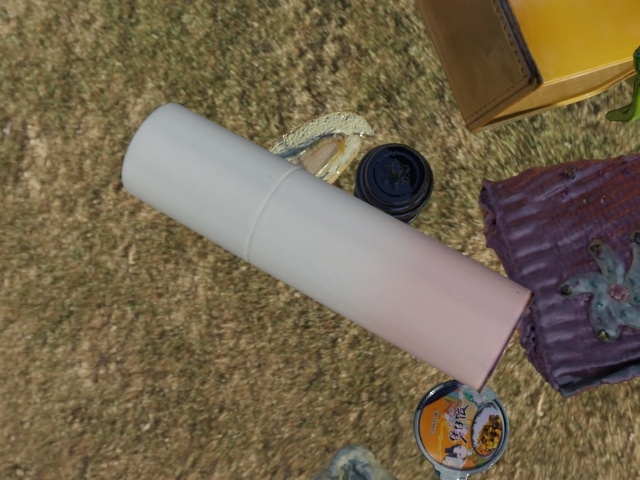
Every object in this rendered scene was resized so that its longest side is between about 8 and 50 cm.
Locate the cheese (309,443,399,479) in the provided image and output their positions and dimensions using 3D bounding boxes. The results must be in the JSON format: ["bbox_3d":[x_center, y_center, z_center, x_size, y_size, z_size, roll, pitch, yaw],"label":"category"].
[{"bbox_3d":[0.107,0.520,1.432,0.251,0.173,0.248,24,139,33],"label":"cheese"}]

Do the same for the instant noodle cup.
[{"bbox_3d":[0.265,0.367,1.587,0.177,0.125,0.208,30,73,13],"label":"instant noodle cup"}]

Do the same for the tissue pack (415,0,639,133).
[{"bbox_3d":[0.186,-0.264,0.774,0.194,0.145,0.275,-18,84,-25],"label":"tissue pack"}]

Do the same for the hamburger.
[{"bbox_3d":[-0.002,-0.186,1.675,0.207,0.155,0.135,-44,90,-1],"label":"hamburger"}]

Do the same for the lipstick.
[{"bbox_3d":[0.000,0.000,0.645,0.326,0.087,0.087,29,97,14],"label":"lipstick"}]

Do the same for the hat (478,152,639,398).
[{"bbox_3d":[0.316,0.007,0.811,0.286,0.107,0.237,-19,82,8],"label":"hat"}]

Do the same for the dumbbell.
[{"bbox_3d":[0.092,-0.067,1.062,0.099,0.208,0.099,0,80,1],"label":"dumbbell"}]

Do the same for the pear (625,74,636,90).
[{"bbox_3d":[0.490,-0.288,1.127,0.180,0.166,0.216,-14,49,9],"label":"pear"}]

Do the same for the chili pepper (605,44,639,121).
[{"bbox_3d":[0.218,-0.104,0.570,0.017,0.083,0.030,-23,59,-6],"label":"chili pepper"}]
